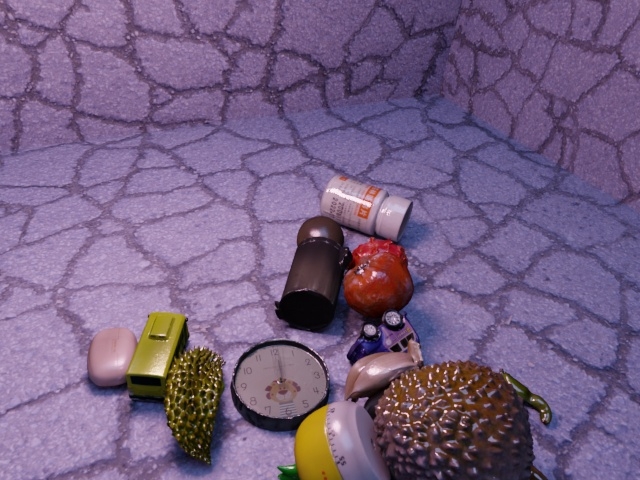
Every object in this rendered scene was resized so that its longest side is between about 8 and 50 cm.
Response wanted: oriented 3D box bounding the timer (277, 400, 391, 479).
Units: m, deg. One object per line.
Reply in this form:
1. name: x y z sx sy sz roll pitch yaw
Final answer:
1. timer: 0.016 0.566 1.295 0.285 0.285 0.285 5 37 -4

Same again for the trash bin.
1. trash bin: -0.021 0.152 1.833 0.252 0.202 0.301 -12 33 21

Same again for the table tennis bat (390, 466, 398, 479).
1. table tennis bat: 0.203 0.650 1.368 0.125 0.033 0.201 3 35 -4

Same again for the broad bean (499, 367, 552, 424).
1. broad bean: 0.654 0.497 1.631 0.070 0.048 0.213 -19 48 -32

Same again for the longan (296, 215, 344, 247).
1. longan: 0.000 0.000 2.047 0.197 0.196 0.220 13 37 7

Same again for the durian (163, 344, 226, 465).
1. durian: -0.350 0.435 1.442 0.158 0.169 0.355 -2 37 -1

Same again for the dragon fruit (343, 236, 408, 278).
1. dragon fruit: 0.207 0.092 1.967 0.268 0.210 0.205 -14 -3 21

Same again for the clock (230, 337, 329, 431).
1. clock: -0.121 0.435 1.566 0.313 0.061 0.312 5 38 -4

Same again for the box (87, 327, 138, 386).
1. box: -0.635 0.354 1.557 0.146 0.088 0.200 -4 40 -16

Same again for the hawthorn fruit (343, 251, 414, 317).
1. hawthorn fruit: 0.220 0.179 1.762 0.272 0.242 0.241 45 33 -20

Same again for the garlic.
1. garlic: 0.195 0.423 1.473 0.292 0.237 0.210 -32 75 5

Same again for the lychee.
1. lychee: 0.335 0.483 1.271 0.432 0.380 0.380 22 31 -25

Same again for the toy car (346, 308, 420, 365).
1. toy car: 0.208 0.347 1.664 0.235 0.172 0.158 -23 61 -28

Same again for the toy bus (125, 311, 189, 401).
1. toy bus: -0.489 0.343 1.548 0.128 0.150 0.262 5 39 -2

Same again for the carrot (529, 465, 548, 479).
1. carrot: 0.565 0.630 1.450 0.047 0.047 0.191 -18 41 -30

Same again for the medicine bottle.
1. medicine bottle: 0.203 -0.142 2.251 0.372 0.211 0.211 20 39 17
